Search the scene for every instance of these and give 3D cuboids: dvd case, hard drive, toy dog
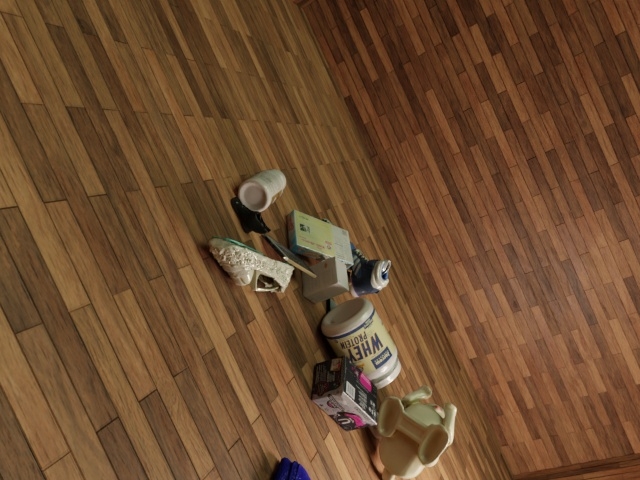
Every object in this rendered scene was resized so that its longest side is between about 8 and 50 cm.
[{"bbox_3d":[-0.120,0.061,1.878,0.164,0.018,0.221,44,6,40],"label":"dvd case"},{"bbox_3d":[0.070,0.327,2.125,0.135,0.022,0.094,47,30,-37],"label":"hard drive"},{"bbox_3d":[0.426,0.820,2.011,0.408,0.284,0.395,10,95,-60],"label":"toy dog"}]

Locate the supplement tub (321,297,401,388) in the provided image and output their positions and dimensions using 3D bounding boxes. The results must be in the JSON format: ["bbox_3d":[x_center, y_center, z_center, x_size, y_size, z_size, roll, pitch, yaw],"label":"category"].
[{"bbox_3d":[0.172,0.427,1.980,0.325,0.235,0.235,60,24,-13],"label":"supplement tub"}]

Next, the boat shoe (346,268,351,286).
[{"bbox_3d":[0.125,0.158,2.350,0.064,0.060,0.178,46,31,-39],"label":"boat shoe"}]

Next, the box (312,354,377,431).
[{"bbox_3d":[0.093,0.577,1.797,0.247,0.142,0.163,50,30,-30],"label":"box"}]

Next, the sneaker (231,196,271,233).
[{"bbox_3d":[-0.254,-0.093,1.750,0.170,0.089,0.051,66,24,0],"label":"sneaker"}]

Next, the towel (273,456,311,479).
[{"bbox_3d":[-0.079,0.791,1.317,0.227,0.076,0.308,59,25,-14],"label":"towel"}]

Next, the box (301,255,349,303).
[{"bbox_3d":[0.019,0.165,1.982,0.091,0.170,0.130,41,35,-45],"label":"box"}]

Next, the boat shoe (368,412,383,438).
[{"bbox_3d":[0.222,0.745,2.011,0.184,0.066,0.063,57,15,-19],"label":"boat shoe"}]

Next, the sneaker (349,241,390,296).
[{"bbox_3d":[0.243,0.115,2.416,0.130,0.236,0.322,36,38,-49],"label":"sneaker"}]

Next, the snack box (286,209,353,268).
[{"bbox_3d":[0.000,0.000,2.120,0.322,0.060,0.187,21,47,-34],"label":"snack box"}]

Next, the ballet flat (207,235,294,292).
[{"bbox_3d":[-0.221,0.099,1.604,0.409,0.147,0.147,27,44,-56],"label":"ballet flat"}]

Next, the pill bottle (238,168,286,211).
[{"bbox_3d":[-0.219,-0.204,1.875,0.131,0.131,0.229,61,24,-12],"label":"pill bottle"}]

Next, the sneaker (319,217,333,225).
[{"bbox_3d":[0.071,0.018,2.324,0.275,0.107,0.110,68,15,5],"label":"sneaker"}]
